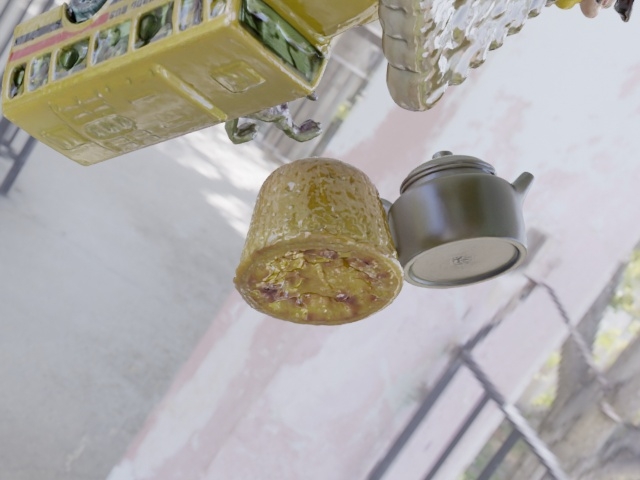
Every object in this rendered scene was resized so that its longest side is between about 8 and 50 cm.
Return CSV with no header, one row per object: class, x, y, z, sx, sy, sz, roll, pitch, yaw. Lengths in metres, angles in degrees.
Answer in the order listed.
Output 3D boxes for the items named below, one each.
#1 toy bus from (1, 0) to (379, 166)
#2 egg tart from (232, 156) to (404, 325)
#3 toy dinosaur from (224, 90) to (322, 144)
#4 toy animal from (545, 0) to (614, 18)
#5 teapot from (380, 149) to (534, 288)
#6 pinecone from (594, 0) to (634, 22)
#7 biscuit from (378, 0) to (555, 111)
toy bus,-0.098,-0.156,0.882,0.335,0.123,0.121,-12,-34,37
egg tart,0.000,0.000,1.394,0.202,0.202,0.147,27,46,-30
toy dinosaur,-0.086,-0.160,1.190,0.072,0.251,0.200,53,-11,36
toy animal,0.335,-0.312,1.446,0.082,0.091,0.114,31,-22,-11
teapot,0.172,-0.041,1.609,0.186,0.267,0.175,77,5,-64
pinecone,0.359,-0.435,1.186,0.397,0.398,0.398,32,12,-8
biscuit,0.147,-0.235,0.682,0.044,0.325,0.217,35,-27,30
